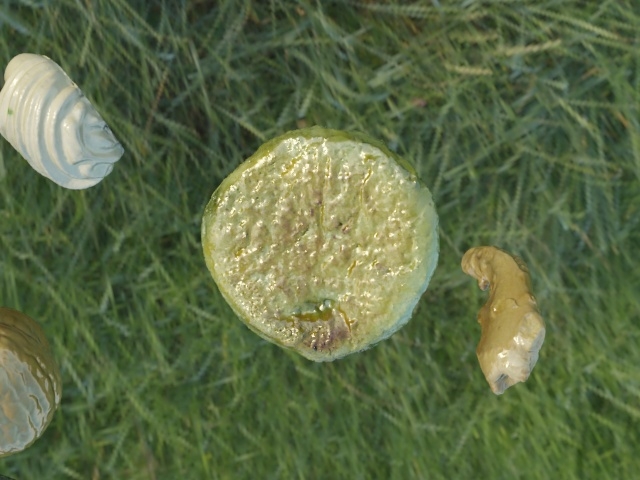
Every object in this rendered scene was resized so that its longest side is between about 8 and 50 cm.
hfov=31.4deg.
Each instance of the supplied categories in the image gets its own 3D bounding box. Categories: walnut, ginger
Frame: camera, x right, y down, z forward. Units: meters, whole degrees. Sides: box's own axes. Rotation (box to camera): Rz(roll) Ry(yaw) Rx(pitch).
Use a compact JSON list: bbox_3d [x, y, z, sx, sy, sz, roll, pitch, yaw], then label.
[{"bbox_3d":[-0.499,0.203,1.691,0.225,0.225,0.261,-15,135,-9],"label":"walnut"},{"bbox_3d":[0.164,0.058,1.015,0.051,0.173,0.069,24,125,-15],"label":"ginger"}]

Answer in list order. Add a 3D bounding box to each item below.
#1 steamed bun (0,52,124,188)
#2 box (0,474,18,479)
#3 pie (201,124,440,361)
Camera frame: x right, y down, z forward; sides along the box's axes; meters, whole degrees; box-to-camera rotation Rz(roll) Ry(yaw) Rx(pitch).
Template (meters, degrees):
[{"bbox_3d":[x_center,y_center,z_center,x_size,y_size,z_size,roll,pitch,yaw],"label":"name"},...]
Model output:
[{"bbox_3d":[-0.328,-0.138,1.398,0.106,0.183,0.183,-40,142,-8],"label":"steamed bun"},{"bbox_3d":[-0.213,0.223,0.524,0.231,0.149,0.155,-24,154,7],"label":"box"},{"bbox_3d":[0.000,0.000,1.287,0.277,0.277,0.078,-34,-177,15],"label":"pie"}]
